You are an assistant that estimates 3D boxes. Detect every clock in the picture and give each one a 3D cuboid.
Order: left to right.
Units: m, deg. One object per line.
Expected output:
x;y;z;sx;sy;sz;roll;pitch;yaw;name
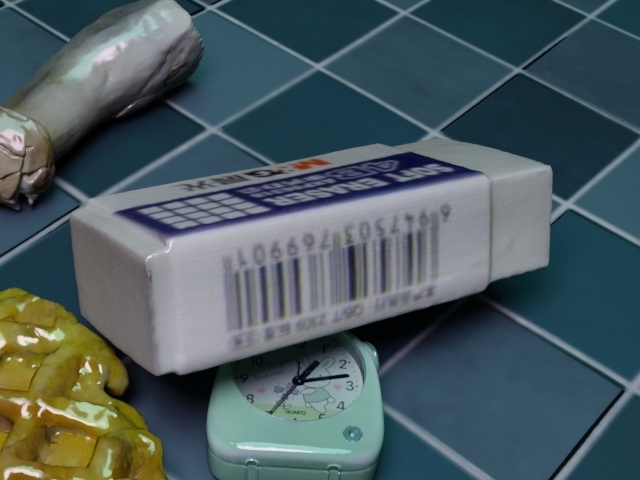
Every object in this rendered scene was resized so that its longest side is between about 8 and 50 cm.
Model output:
-0.013;0.086;0.665;0.101;0.041;0.135;5;42;0;clock

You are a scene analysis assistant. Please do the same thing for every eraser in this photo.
0.000;0.000;0.681;0.279;0.081;0.124;-13;19;-30;eraser

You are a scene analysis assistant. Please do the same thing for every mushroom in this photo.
-0.181;-0.107;0.826;0.092;0.081;0.223;13;43;37;mushroom

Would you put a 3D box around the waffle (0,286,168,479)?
-0.248;0.132;0.575;0.325;0.068;0.302;-26;51;-27;waffle
